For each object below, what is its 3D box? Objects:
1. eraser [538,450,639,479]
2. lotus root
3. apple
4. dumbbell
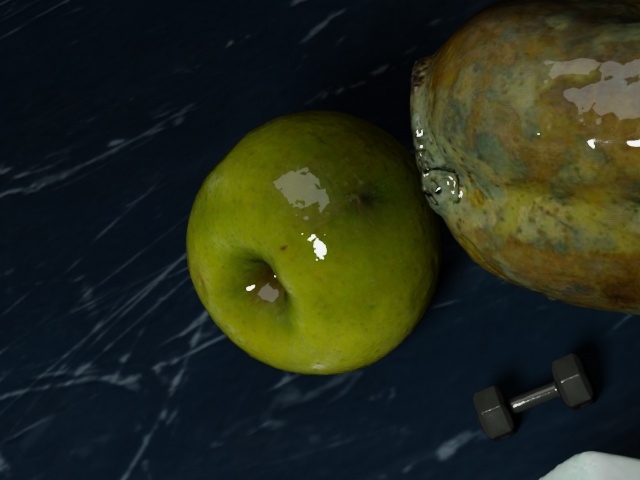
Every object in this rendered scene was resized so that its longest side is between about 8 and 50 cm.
[{"bbox_3d":[0.150,0.287,1.048,0.104,0.189,0.290,8,49,-10],"label":"eraser"},{"bbox_3d":[0.231,-0.073,1.266,0.346,0.250,0.250,0,53,22],"label":"lotus root"},{"bbox_3d":[0.000,0.000,1.363,0.196,0.196,0.157,11,41,34],"label":"apple"},{"bbox_3d":[0.147,0.109,1.296,0.083,0.040,0.036,-23,13,9],"label":"dumbbell"}]
